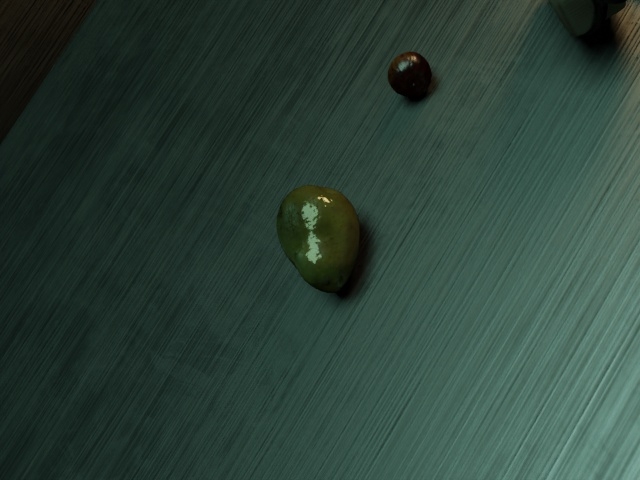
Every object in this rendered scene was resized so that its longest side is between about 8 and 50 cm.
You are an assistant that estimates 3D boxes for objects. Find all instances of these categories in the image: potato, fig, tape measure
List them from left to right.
[{"bbox_3d":[0.000,0.000,1.357,0.157,0.157,0.194,-28,51,23],"label":"potato"},{"bbox_3d":[0.171,-0.340,1.474,0.089,0.089,0.125,-34,34,19],"label":"fig"},{"bbox_3d":[0.427,-0.446,1.237,0.133,0.271,0.231,-30,64,20],"label":"tape measure"}]
